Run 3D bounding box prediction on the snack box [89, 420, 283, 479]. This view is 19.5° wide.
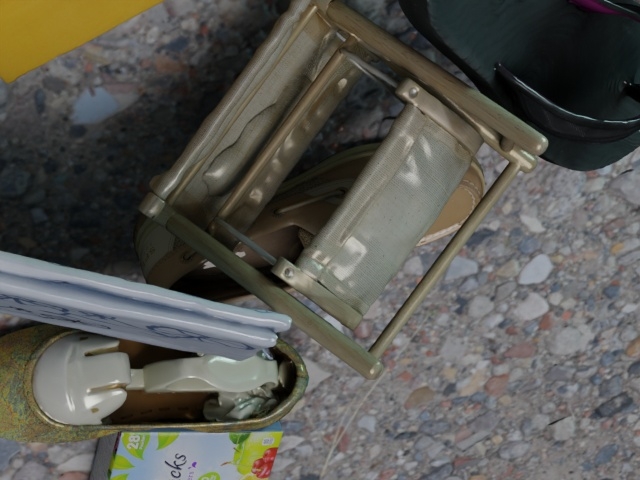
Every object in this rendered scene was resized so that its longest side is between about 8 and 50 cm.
[{"bbox_3d":[-0.149,0.252,1.937,0.174,0.070,0.207,3,126,-21],"label":"snack box"}]

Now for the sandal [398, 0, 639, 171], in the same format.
[{"bbox_3d":[0.218,-0.157,1.609,0.446,0.107,0.167,24,94,-54],"label":"sandal"}]

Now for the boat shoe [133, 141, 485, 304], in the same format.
[{"bbox_3d":[0.000,0.000,1.750,0.341,0.110,0.121,-14,131,-7],"label":"boat shoe"}]

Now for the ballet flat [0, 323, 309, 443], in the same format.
[{"bbox_3d":[-0.173,0.132,1.792,0.348,0.123,0.123,2,127,-23],"label":"ballet flat"}]

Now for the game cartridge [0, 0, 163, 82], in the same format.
[{"bbox_3d":[-0.202,-0.298,1.483,0.324,0.052,0.285,-27,132,7],"label":"game cartridge"}]

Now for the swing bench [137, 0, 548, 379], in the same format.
[{"bbox_3d":[0.019,-0.052,1.608,0.255,0.165,0.253,37,88,5],"label":"swing bench"}]

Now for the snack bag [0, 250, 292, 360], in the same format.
[{"bbox_3d":[-0.194,0.053,1.585,0.323,0.342,0.037,11,83,-4],"label":"snack bag"}]
